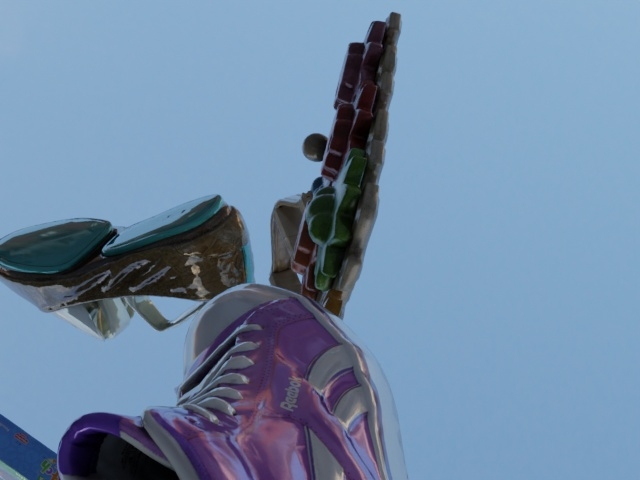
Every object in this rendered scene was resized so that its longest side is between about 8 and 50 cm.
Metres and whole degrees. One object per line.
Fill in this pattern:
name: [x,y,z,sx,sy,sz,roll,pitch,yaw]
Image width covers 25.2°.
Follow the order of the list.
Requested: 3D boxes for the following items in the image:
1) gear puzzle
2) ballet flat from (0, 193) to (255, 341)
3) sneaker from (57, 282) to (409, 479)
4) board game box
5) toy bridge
gear puzzle: [0.000,0.000,0.901,0.044,0.175,0.339,14,-142,-3]
ballet flat: [-0.194,0.037,1.422,0.342,0.124,0.116,-9,-154,37]
sneaker: [-0.045,0.083,0.639,0.102,0.161,0.282,-50,-148,13]
board game box: [-0.262,0.232,1.335,0.160,0.211,0.039,37,-113,-7]
toy bridge: [-0.021,-0.005,1.241,0.026,0.188,0.063,-17,-109,-18]
